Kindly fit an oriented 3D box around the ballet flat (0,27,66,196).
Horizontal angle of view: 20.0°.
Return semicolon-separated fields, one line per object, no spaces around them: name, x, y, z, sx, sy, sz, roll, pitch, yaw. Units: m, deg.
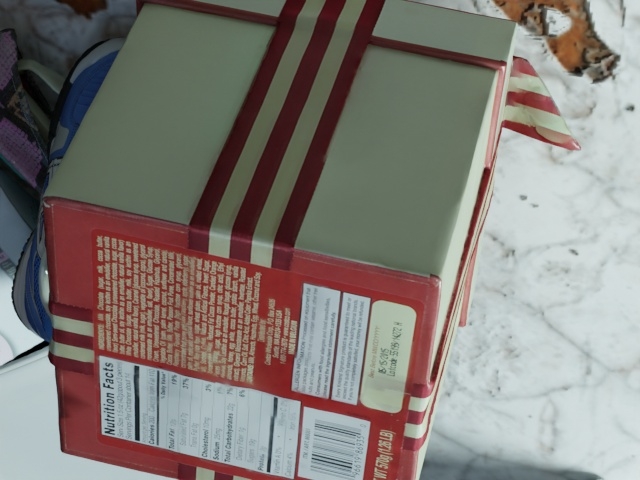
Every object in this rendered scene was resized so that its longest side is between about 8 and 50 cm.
ballet flat;-0.172;-0.054;1.249;0.079;0.077;0.221;-29;119;11

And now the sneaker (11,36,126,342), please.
sneaker;-0.144;-0.027;1.189;0.080;0.081;0.211;10;101;-20

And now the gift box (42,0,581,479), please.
gift box;0.000;0.000;1.091;0.276;0.258;0.255;14;136;3

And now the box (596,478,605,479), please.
box;0.208;0.305;1.401;0.182;0.119;0.181;39;134;-17

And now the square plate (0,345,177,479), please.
square plate;-0.145;0.192;1.454;0.344;0.049;0.347;-21;126;30

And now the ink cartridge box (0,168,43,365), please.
ink cartridge box;-0.286;0.019;1.256;0.189;0.066;0.232;-30;145;10
